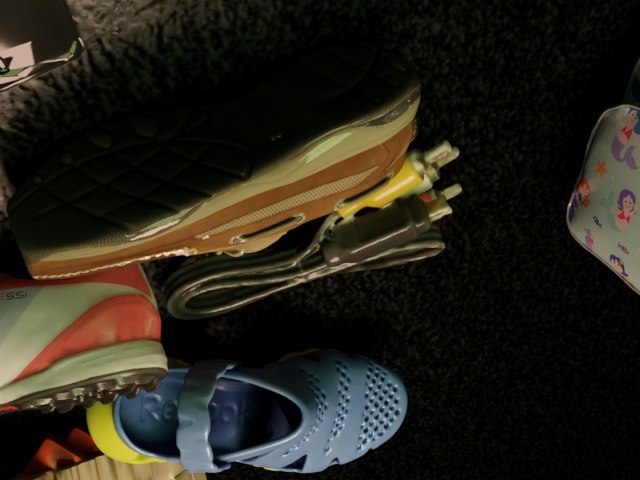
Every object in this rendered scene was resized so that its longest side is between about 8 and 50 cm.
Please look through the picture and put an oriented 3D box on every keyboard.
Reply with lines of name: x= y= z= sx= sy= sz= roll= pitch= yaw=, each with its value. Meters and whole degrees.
keyboard: x=-0.228 y=-0.170 z=0.614 sx=0.108 sy=0.023 sz=0.180 roll=-28 pitch=136 yaw=-12

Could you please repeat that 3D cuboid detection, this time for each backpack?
backpack: x=0.355 y=-0.060 z=0.880 sx=0.191 sy=0.225 sz=0.254 roll=-7 pitch=128 yaw=-29

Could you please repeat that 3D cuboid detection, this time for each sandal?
sandal: x=-0.045 y=0.163 z=0.908 sx=0.317 sy=0.138 sz=0.126 roll=0 pitch=86 yaw=-32

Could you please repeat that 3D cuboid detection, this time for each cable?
cable: x=0.000 y=0.000 z=0.886 sx=0.287 sy=0.072 sz=0.139 roll=-20 pitch=154 yaw=7

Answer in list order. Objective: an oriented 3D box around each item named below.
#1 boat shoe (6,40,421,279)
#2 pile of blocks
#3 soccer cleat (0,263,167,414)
boat shoe: x=-0.067 y=-0.038 z=0.749 sx=0.323 sy=0.123 sz=0.120 roll=-21 pitch=139 yaw=-9
pile of blocks: x=-0.273 y=0.241 z=0.910 sx=0.362 sy=0.113 sz=0.149 roll=-12 pitch=-179 yaw=-42
soccer cleat: x=-0.281 y=0.089 z=0.778 sx=0.318 sy=0.117 sz=0.109 roll=-12 pitch=164 yaw=4
